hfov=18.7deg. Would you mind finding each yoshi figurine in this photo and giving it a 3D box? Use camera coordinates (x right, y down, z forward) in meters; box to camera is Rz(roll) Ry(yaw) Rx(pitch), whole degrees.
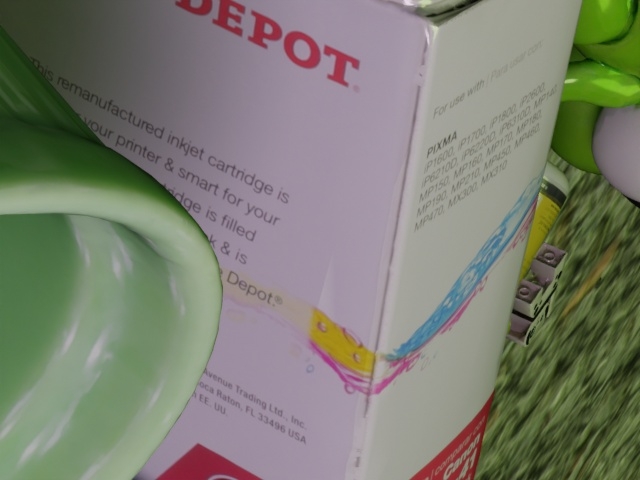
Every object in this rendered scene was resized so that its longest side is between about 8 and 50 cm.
[{"bbox_3d":[0.180,-0.141,1.212,0.362,0.203,0.203,66,20,-44],"label":"yoshi figurine"}]

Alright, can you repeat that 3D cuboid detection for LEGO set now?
[{"bbox_3d":[0.075,0.094,1.297,0.227,0.087,0.093,-51,156,-36],"label":"LEGO set"}]

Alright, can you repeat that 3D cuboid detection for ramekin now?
[{"bbox_3d":[-0.194,0.035,0.567,0.303,0.148,0.303,-31,157,-15],"label":"ramekin"}]

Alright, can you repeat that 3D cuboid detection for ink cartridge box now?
[{"bbox_3d":[-0.031,-0.022,0.817,0.131,0.226,0.306,-33,143,-46],"label":"ink cartridge box"}]

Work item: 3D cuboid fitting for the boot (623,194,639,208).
[{"bbox_3d":[0.318,-0.152,1.478,0.207,0.094,0.246,-44,156,-26],"label":"boot"}]

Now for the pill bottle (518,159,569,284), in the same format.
[{"bbox_3d":[0.066,0.019,1.178,0.184,0.103,0.103,-60,154,-2],"label":"pill bottle"}]
